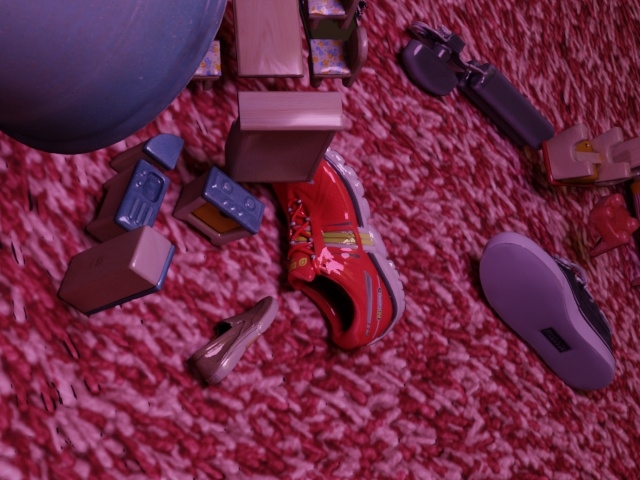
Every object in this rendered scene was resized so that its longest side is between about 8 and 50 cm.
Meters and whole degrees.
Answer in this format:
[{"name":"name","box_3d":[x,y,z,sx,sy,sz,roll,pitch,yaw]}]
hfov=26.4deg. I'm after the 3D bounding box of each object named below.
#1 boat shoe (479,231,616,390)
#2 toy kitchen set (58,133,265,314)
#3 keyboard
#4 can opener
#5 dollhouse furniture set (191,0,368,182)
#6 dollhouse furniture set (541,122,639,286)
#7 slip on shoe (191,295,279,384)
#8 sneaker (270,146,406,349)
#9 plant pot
[{"name":"boat shoe","box_3d":[0.320,0.076,1.869,0.306,0.113,0.105,45,42,-29]},{"name":"toy kitchen set","box_3d":[-0.141,0.001,1.412,0.166,0.122,0.207,38,52,-30]},{"name":"keyboard","box_3d":[0.010,-0.309,1.760,0.100,0.038,0.192,-11,84,-24]},{"name":"can opener","box_3d":[0.215,-0.210,1.911,0.280,0.074,0.093,35,87,-31]},{"name":"dollhouse furniture set","box_3d":[-0.052,-0.203,1.484,0.212,0.161,0.242,-2,73,-12]},{"name":"dollhouse furniture set","box_3d":[0.460,-0.044,2.034,0.374,0.152,0.201,1,74,-41]},{"name":"slip on shoe","box_3d":[-0.093,0.099,1.484,0.041,0.051,0.135,46,53,-8]},{"name":"sneaker","box_3d":[0.000,0.000,1.577,0.118,0.107,0.279,-36,99,-37]},{"name":"plant pot","box_3d":[-0.305,-0.263,1.131,0.334,0.341,0.341,9,68,-58]}]
